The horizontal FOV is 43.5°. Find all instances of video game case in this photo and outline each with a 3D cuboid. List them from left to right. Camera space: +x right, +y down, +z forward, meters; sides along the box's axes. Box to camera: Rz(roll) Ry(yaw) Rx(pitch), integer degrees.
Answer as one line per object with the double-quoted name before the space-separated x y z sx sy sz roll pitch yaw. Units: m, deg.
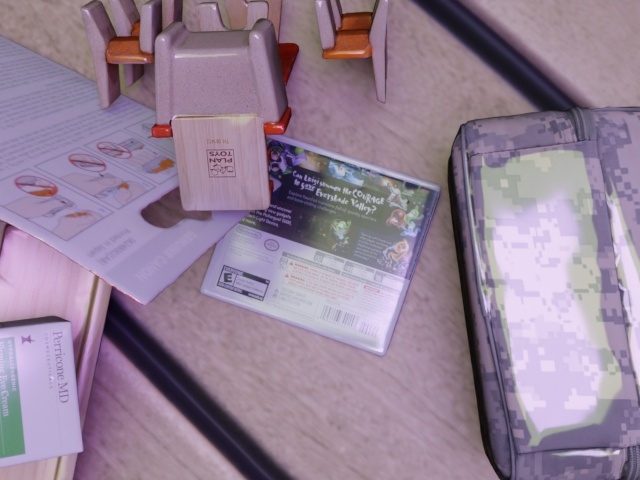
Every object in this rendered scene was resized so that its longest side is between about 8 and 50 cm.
"video game case" 0.000 0.000 0.778 0.191 0.022 0.173 18 86 7

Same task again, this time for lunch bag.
"lunch bag" 0.248 0.044 0.655 0.256 0.212 0.304 -7 83 7

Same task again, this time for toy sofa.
"toy sofa" -0.292 0.143 0.739 0.150 0.177 0.362 12 84 -19

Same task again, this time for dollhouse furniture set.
"dollhouse furniture set" -0.070 -0.140 0.700 0.262 0.259 0.135 0 117 5

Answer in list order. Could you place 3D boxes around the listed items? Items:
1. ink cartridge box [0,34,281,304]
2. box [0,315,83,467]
"ink cartridge box" -0.257 -0.065 0.667 0.385 0.308 0.091 27 114 4
"box" -0.234 0.113 0.612 0.087 0.102 0.101 -5 89 -25
